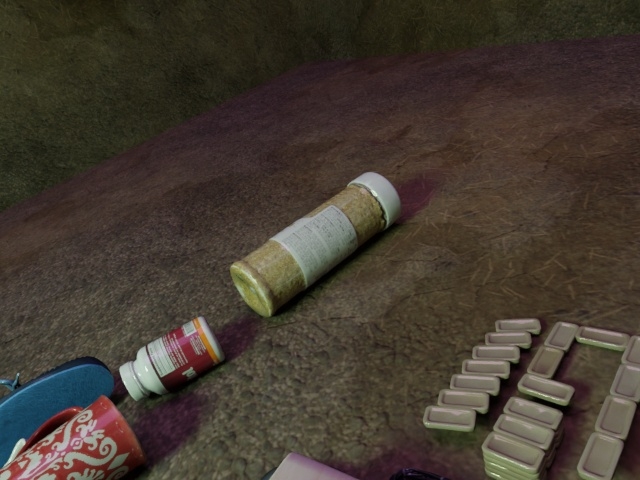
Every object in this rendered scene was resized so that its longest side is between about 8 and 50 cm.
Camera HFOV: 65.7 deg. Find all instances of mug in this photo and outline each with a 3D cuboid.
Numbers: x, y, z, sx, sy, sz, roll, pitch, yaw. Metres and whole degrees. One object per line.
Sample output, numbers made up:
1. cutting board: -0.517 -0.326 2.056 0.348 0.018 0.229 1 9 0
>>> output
1. mug: -0.342 0.302 0.657 0.169 0.113 0.150 -33 8 -37

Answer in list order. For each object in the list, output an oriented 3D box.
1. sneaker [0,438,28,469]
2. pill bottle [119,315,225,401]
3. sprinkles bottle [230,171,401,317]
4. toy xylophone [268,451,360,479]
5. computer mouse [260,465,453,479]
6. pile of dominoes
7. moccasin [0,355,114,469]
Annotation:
1. sneaker: -0.437 0.363 0.644 0.080 0.094 0.212 -10 31 16
2. pill bottle: -0.242 0.196 0.814 0.152 0.086 0.086 -28 30 -13
3. sprinkles bottle: 0.000 0.000 0.960 0.355 0.121 0.121 -36 32 -26
4. toy xylophone: 0.000 0.287 0.365 0.236 0.081 0.323 18 17 26
5. computer mouse: 0.034 0.278 0.546 0.242 0.041 0.071 -10 30 16
6. pile of dominoes: 0.265 0.182 0.593 0.196 0.040 0.251 8 31 42
7. moccasin: -0.498 0.288 0.770 0.342 0.137 0.117 -32 27 -23
